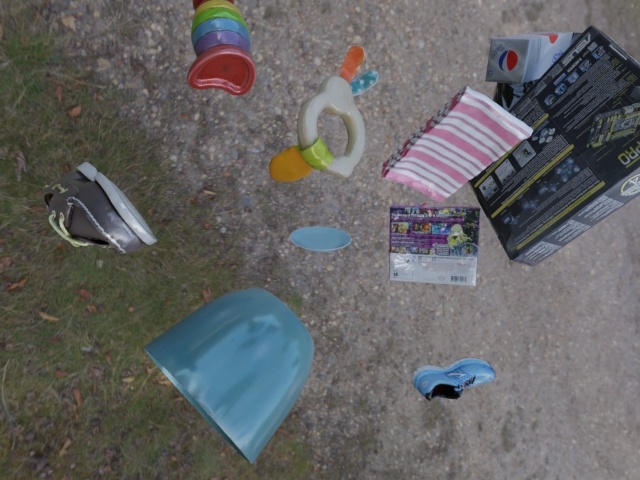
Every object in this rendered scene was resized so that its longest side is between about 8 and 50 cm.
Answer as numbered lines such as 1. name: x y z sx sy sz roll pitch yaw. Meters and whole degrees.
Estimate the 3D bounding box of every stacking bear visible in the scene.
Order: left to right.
1. stacking bear: -0.273 -0.565 1.150 0.175 0.164 0.289 -2 71 -33

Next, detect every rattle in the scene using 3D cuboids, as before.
1. rattle: 0.004 -0.195 0.694 0.130 0.143 0.199 12 78 -21

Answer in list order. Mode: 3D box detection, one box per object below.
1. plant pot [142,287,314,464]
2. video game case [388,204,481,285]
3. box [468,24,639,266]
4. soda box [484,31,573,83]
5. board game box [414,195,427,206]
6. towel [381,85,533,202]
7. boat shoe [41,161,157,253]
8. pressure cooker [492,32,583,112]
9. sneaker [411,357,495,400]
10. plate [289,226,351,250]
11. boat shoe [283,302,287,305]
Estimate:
1. plant pot: -0.154 0.236 0.848 0.235 0.293 0.293 -42 111 -28
2. video game case: 0.301 0.012 1.154 0.042 0.232 0.210 -41 131 -68
3. box: 0.504 -0.185 0.903 0.097 0.395 0.318 12 46 -28
4. soda box: 0.516 -0.454 1.058 0.286 0.091 0.098 -26 127 -39
5. board game box: 0.345 -0.077 1.358 0.033 0.133 0.168 -25 135 16
6. towel: 0.206 -0.136 0.672 0.144 0.197 0.029 18 53 -26
7. boat shoe: -0.334 -0.039 0.625 0.097 0.324 0.116 -38 127 -22
8. pressure cooker: 0.746 -0.375 1.368 0.375 0.370 0.420 -56 148 -1
9. sneaker: 0.261 0.277 0.827 0.162 0.073 0.063 -9 115 -7
10. plate: 0.000 0.000 1.307 0.188 0.188 0.024 -11 116 -28
11. boat shoe: -0.131 0.251 1.121 0.083 0.226 0.076 30 37 -10
